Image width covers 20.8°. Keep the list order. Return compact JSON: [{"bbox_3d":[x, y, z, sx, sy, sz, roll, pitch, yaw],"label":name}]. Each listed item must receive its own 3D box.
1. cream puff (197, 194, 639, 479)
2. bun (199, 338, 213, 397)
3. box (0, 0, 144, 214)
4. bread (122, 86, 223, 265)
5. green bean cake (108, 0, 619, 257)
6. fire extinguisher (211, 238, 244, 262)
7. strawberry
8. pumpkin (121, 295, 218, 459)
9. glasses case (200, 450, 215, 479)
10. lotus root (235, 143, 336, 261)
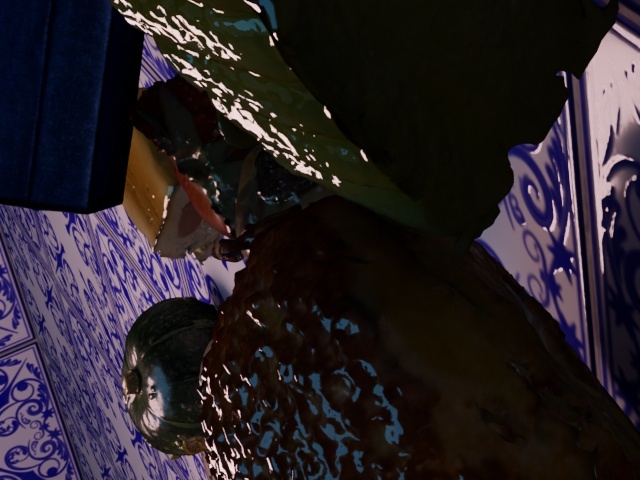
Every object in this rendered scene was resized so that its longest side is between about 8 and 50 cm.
[{"bbox_3d":[0.059,0.127,0.998,0.350,0.229,0.350,48,-173,-8],"label":"cream puff"},{"bbox_3d":[-0.045,0.165,1.717,0.193,0.128,0.178,52,157,37],"label":"bun"},{"bbox_3d":[-0.225,-0.161,1.573,0.279,0.116,0.261,-109,25,-86],"label":"box"},{"bbox_3d":[-0.159,-0.073,1.815,0.173,0.085,0.134,57,143,31],"label":"bread"},{"bbox_3d":[0.019,-0.185,0.854,0.202,0.285,0.310,21,162,36],"label":"green bean cake"},{"bbox_3d":[-0.096,0.000,1.847,0.100,0.032,0.046,-177,100,-73],"label":"fire extinguisher"},{"bbox_3d":[-0.088,-0.076,1.593,0.174,0.098,0.228,50,174,3],"label":"strawberry"},{"bbox_3d":[-0.161,0.163,2.050,0.190,0.146,0.190,56,161,31],"label":"pumpkin"},{"bbox_3d":[-0.082,0.348,2.181,0.122,0.075,0.314,25,136,70],"label":"glasses case"},{"bbox_3d":[0.000,0.000,1.345,0.138,0.138,0.214,54,161,38],"label":"lotus root"}]
